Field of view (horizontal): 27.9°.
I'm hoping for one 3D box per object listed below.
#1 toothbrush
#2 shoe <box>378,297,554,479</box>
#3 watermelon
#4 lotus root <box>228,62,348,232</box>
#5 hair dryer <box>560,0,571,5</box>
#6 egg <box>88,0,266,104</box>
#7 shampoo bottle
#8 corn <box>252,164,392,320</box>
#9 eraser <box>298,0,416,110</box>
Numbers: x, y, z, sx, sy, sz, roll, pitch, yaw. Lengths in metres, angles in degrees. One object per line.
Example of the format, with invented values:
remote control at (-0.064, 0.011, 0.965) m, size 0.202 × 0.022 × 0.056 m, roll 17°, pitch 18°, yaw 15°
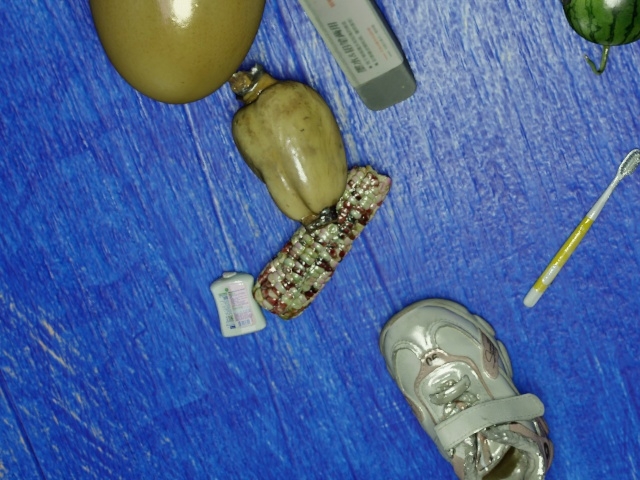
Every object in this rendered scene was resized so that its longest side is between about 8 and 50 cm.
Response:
toothbrush at (0.390, -0.015, 1.920) m, size 0.021 × 0.024 × 0.288 m, roll 32°, pitch 105°, yaw -4°
shoe at (0.229, 0.247, 1.913) m, size 0.172 × 0.198 × 0.351 m, roll -40°, pitch 98°, yaw 12°
watermelon at (0.401, -0.324, 1.786) m, size 0.140 × 0.141 × 0.187 m, roll 9°, pitch 114°, yaw 4°
lotus root at (-0.045, -0.136, 1.870) m, size 0.154 × 0.140 × 0.257 m, roll -26°, pitch 86°, yaw 42°
hair dryer at (0.324, -0.440, 1.757) m, size 0.195 × 0.078 × 0.248 m, roll -17°, pitch 77°, yaw 10°
egg at (-0.196, -0.349, 1.776) m, size 0.250 × 0.250 × 0.322 m, roll 0°, pitch 90°, yaw 6°
shampoo bottle at (-0.129, 0.095, 1.992) m, size 0.072 × 0.043 × 0.099 m, roll -13°, pitch 102°, yaw 9°
corn at (0.000, 0.000, 1.934) m, size 0.092 × 0.092 × 0.280 m, roll 36°, pitch 102°, yaw -4°
eraser at (0.027, -0.332, 1.809) m, size 0.089 × 0.061 × 0.352 m, roll -25°, pitch 125°, yaw 14°
